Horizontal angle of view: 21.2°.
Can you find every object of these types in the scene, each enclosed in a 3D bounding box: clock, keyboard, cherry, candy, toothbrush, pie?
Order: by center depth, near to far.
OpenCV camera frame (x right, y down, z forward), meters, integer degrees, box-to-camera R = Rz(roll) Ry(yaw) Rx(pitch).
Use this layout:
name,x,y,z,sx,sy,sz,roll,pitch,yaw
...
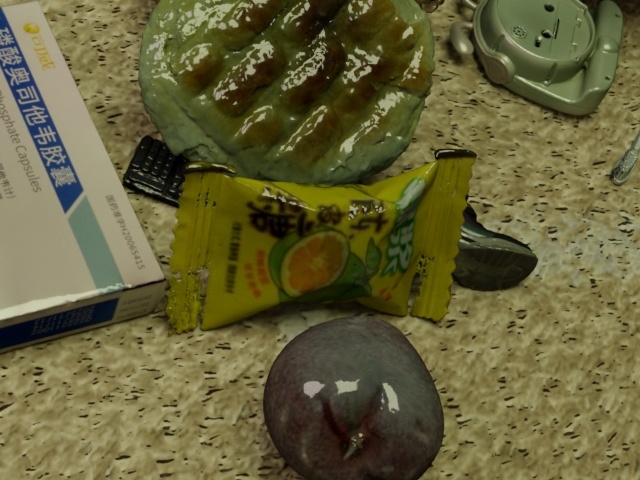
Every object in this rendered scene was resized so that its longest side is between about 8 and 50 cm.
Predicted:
name,x,y,z,sx,sy,sz,roll,pitch,yaw
cherry,0.027,0.147,1.555,0.176,0.140,0.176,21,29,-12
candy,0.000,0.000,1.630,0.297,0.187,0.081,0,26,-20
pie,-0.026,-0.180,1.692,0.306,0.071,0.306,-2,96,-20
keyboard,-0.081,-0.040,1.710,0.231,0.023,0.072,23,51,-4
clock,0.242,-0.231,1.927,0.191,0.062,0.151,20,53,-6
toothbrush,0.393,-0.162,1.959,0.021,0.024,0.288,32,53,5

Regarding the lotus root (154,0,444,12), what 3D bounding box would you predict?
name,x,y,z,sx,sy,sz,roll,pitch,yaw
lotus root,-0.013,-0.277,1.797,0.343,0.169,0.151,6,26,-15

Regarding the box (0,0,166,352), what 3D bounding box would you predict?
name,x,y,z,sx,sy,sz,roll,pitch,yaw
box,-0.302,-0.066,1.620,0.200,0.065,0.343,-14,64,-27

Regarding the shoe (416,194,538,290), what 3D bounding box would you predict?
name,x,y,z,sx,sy,sz,roll,pitch,yaw
shoe,0.140,-0.012,1.746,0.169,0.071,0.099,13,48,-11
